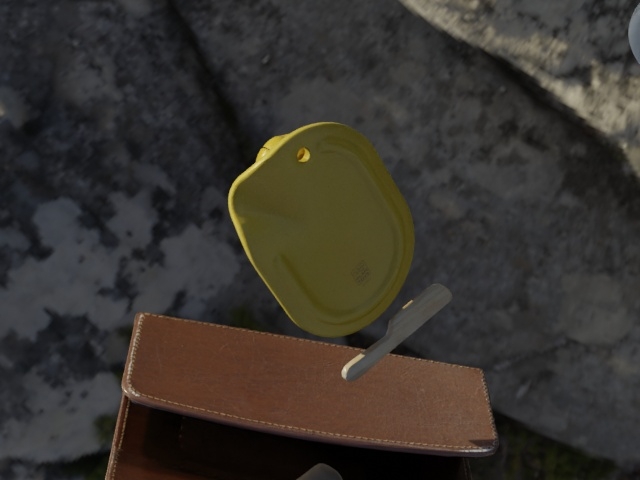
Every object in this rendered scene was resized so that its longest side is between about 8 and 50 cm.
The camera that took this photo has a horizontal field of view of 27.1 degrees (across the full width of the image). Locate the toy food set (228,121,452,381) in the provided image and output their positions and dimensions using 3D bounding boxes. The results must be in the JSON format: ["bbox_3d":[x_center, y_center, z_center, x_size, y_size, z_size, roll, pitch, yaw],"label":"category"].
[{"bbox_3d":[0.000,0.000,1.009,0.071,0.128,0.218,25,154,49],"label":"toy food set"}]

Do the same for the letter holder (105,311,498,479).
[{"bbox_3d":[-0.019,0.197,1.062,0.301,0.214,0.152,10,117,-6],"label":"letter holder"}]

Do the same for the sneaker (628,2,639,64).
[{"bbox_3d":[0.299,-0.080,0.903,0.090,0.095,0.235,-22,97,34],"label":"sneaker"}]

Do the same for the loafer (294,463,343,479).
[{"bbox_3d":[-0.097,0.158,0.561,0.267,0.096,0.084,-15,90,16],"label":"loafer"}]
